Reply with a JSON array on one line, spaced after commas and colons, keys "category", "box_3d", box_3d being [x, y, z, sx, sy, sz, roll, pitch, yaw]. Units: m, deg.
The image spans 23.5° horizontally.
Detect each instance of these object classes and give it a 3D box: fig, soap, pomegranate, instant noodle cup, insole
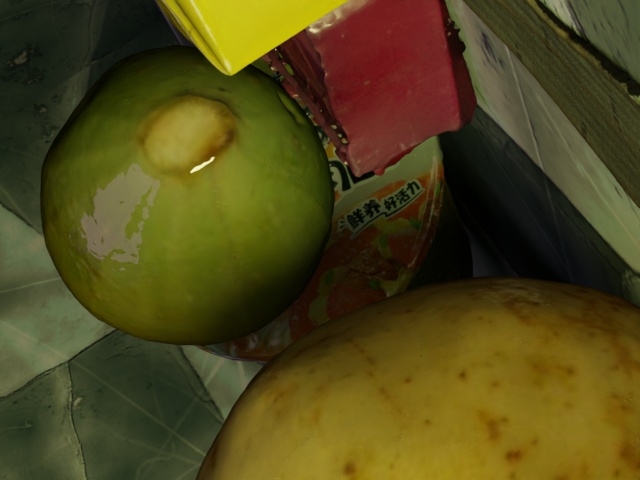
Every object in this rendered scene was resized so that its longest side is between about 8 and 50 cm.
[{"category": "fig", "box_3d": [-0.092, -0.043, 1.058, 0.207, 0.207, 0.230, 55, 157, 37]}, {"category": "soap", "box_3d": [-0.012, -0.176, 0.988, 0.250, 0.099, 0.162, 54, 175, 39]}, {"category": "pomegranate", "box_3d": [0.096, 0.184, 0.828, 0.342, 0.342, 0.342, 57, 176, 6]}, {"category": "instant noodle cup", "box_3d": [0.000, 0.000, 1.246, 0.264, 0.264, 0.200, 55, -175, 28]}, {"category": "insole", "box_3d": [0.119, -0.082, 0.751, 0.348, 0.009, 0.119, 55, 176, 33]}]

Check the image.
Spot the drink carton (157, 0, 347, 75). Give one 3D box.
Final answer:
[{"category": "drink carton", "box_3d": [-0.070, -0.257, 0.644, 0.351, 0.155, 0.111, 60, 175, -34]}]
